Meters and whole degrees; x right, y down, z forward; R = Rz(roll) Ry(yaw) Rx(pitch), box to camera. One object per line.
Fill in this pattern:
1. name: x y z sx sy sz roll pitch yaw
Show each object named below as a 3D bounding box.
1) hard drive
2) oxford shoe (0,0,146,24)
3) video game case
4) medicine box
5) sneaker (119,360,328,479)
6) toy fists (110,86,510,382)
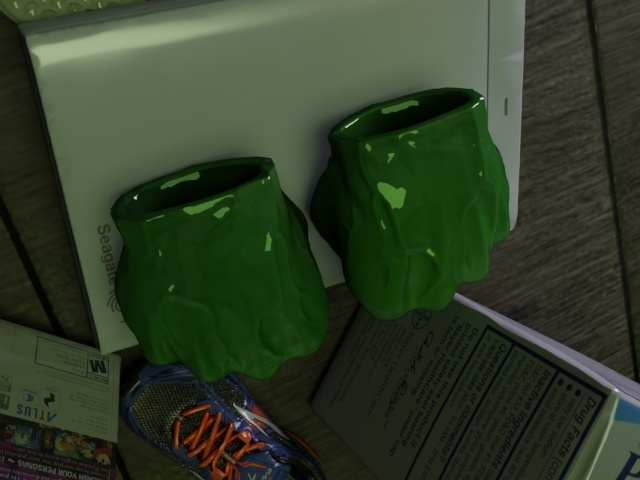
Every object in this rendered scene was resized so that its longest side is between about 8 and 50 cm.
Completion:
1. hard drive: -0.011 -0.070 0.630 0.353 0.047 0.233 -16 121 -19
2. oxford shoe: -0.175 -0.331 0.462 0.169 0.130 0.449 -23 128 -20
3. video game case: -0.235 0.126 0.522 0.232 0.210 0.042 22 125 -28
4. medicine box: 0.179 0.161 0.663 0.263 0.289 0.149 26 93 -28
5. sneaker: -0.061 0.163 0.672 0.221 0.087 0.083 38 87 -28
6. toy fists: 0.000 0.000 0.588 0.279 0.096 0.142 -20 115 -15
